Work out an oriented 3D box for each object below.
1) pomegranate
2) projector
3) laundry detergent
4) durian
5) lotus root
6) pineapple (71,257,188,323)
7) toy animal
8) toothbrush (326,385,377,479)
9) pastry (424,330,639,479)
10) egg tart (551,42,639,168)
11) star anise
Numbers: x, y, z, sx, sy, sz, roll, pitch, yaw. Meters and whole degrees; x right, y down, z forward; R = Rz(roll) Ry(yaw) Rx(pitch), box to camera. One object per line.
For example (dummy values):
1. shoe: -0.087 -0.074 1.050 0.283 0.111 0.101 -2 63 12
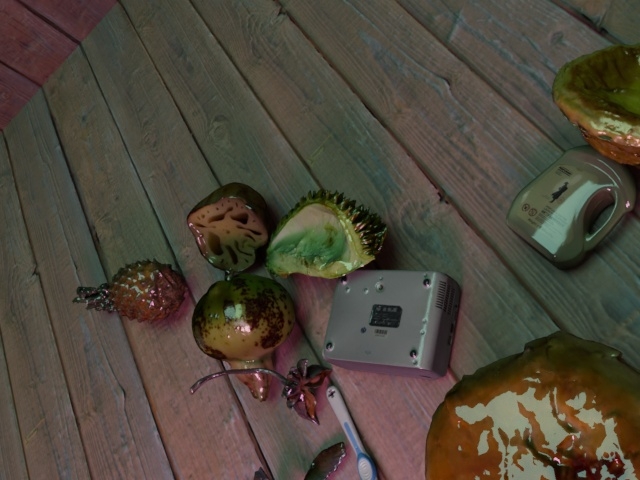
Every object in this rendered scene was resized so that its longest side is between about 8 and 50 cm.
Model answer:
1. pomegranate: -0.170 0.209 1.629 0.222 0.204 0.276 -14 61 30
2. projector: 0.139 0.162 1.483 0.251 0.108 0.198 0 67 38
3. laundry detergent: 0.477 -0.081 1.358 0.253 0.091 0.181 -48 49 7
4. durian: 0.008 0.002 1.635 0.394 0.163 0.198 -7 73 47
5. lotus root: -0.202 -0.045 1.825 0.188 0.199 0.180 -15 20 20
6. pineapple: -0.518 0.137 1.957 0.361 0.175 0.174 -4 66 35
7. toy animal: -0.073 0.497 1.467 0.197 0.160 0.272 13 70 42
8. toothbrush: 0.085 0.438 1.433 0.040 0.040 0.386 -41 50 14
9. pastry: 0.360 0.346 1.131 0.410 0.245 0.409 -14 63 29
10. egg tart: 0.567 -0.220 1.281 0.342 0.132 0.341 1 43 -1
11. star anise: -0.120 0.311 1.562 0.228 0.219 0.148 10 112 34
